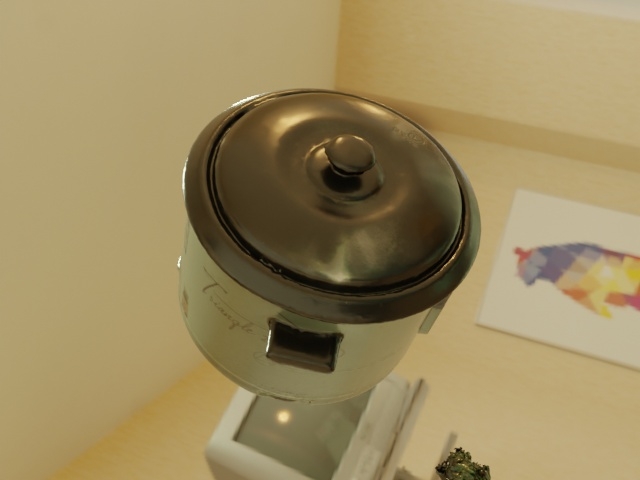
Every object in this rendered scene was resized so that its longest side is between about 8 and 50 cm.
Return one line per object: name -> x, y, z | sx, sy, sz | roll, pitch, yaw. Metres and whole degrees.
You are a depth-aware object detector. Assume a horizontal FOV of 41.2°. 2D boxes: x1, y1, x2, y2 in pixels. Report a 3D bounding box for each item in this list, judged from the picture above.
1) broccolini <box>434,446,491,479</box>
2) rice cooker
broccolini -> 0.091, 0.229, 0.533 | 0.054, 0.052, 0.194 | 35, -123, -37
rice cooker -> 0.000, 0.000, 0.722 | 0.227, 0.241, 0.280 | 109, 175, -51
